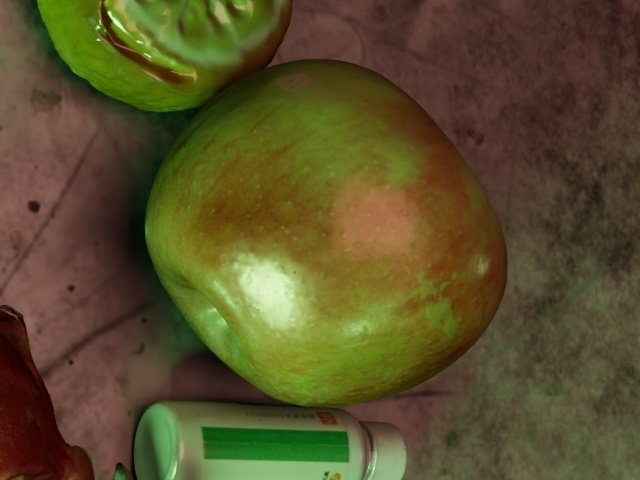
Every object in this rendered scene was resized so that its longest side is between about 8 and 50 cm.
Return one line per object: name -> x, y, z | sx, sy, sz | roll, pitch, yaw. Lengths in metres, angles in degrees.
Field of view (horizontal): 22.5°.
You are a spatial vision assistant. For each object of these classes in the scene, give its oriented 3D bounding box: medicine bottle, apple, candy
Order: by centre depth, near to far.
apple -> 0.000, 0.000, 1.436 | 0.277, 0.319, 0.319 | -36, 106, -6
candy -> -0.140, -0.245, 1.479 | 0.260, 0.118, 0.260 | 2, 86, -35
medicine bottle -> -0.042, 0.201, 1.514 | 0.260, 0.095, 0.095 | 7, 82, -30

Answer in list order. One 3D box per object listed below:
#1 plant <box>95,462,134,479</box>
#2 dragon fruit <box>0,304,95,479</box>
plant -> -0.148, 0.332, 1.406 | 0.149, 0.146, 0.274 | -33, 106, -44
dragon fruit -> -0.320, 0.159, 1.270 | 0.250, 0.250, 0.315 | -26, 81, -31
